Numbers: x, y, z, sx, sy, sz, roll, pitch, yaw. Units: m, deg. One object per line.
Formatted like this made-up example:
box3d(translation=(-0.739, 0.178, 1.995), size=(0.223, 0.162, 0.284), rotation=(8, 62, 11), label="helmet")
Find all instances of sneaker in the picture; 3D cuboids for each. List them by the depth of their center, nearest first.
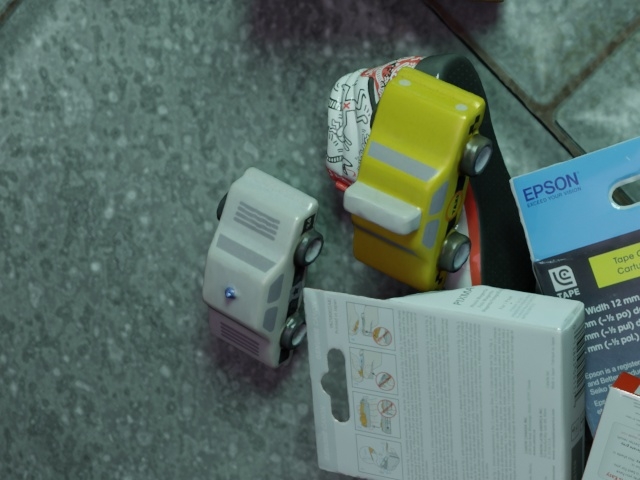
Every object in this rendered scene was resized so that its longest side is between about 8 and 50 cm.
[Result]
box3d(translation=(0.093, -0.031, 1.299), size=(0.145, 0.090, 0.270), rotation=(-2, 113, 41), label="sneaker")

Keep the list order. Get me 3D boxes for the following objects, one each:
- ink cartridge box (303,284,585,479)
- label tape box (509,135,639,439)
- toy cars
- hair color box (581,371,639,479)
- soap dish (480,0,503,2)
box3d(translation=(0.106, 0.127, 1.237), size=(0.232, 0.066, 0.189), rotation=(11, 118, 31), label="ink cartridge box")
box3d(translation=(0.332, 0.072, 1.206), size=(0.249, 0.115, 0.347), rotation=(-19, 90, 24), label="label tape box")
box3d(translation=(0.000, 0.000, 1.265), size=(0.394, 0.087, 0.176), rotation=(-30, 92, 43), label="toy cars")
box3d(translation=(0.256, 0.200, 1.170), size=(0.093, 0.053, 0.167), rotation=(20, 106, 19), label="hair color box")
box3d(translation=(0.055, -0.350, 1.213), size=(0.229, 0.118, 0.290), rotation=(7, 103, 6), label="soap dish")
